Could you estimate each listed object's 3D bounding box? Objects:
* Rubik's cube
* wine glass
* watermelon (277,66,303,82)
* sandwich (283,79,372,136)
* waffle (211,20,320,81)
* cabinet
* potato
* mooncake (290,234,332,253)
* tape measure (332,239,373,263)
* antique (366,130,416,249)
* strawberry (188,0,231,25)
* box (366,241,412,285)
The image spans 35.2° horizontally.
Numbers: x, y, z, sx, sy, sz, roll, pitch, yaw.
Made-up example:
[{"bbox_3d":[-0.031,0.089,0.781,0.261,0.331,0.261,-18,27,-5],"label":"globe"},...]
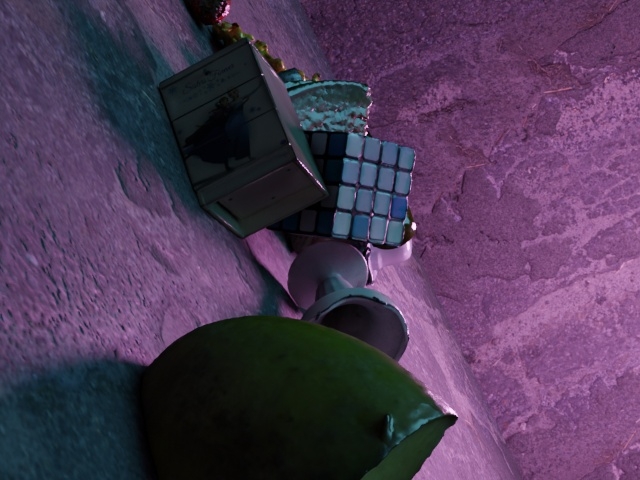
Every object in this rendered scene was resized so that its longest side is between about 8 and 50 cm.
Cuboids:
[{"bbox_3d":[0.029,-0.078,1.507,0.155,0.151,0.154,7,90,-42],"label":"Rubik's cube"},{"bbox_3d":[0.031,0.102,1.467,0.165,0.164,0.196,58,7,-29],"label":"wine glass"},{"bbox_3d":[-0.056,-0.185,1.825,0.318,0.148,0.226,57,4,-41],"label":"watermelon"},{"bbox_3d":[-0.024,-0.165,1.617,0.292,0.109,0.212,6,80,-37],"label":"sandwich"},{"bbox_3d":[-0.090,-0.341,1.977,0.280,0.060,0.262,34,5,24],"label":"waffle"},{"bbox_3d":[-0.106,-0.139,1.403,0.206,0.145,0.150,68,11,26],"label":"cabinet"},{"bbox_3d":[-0.070,0.165,0.838,0.255,0.269,0.112,37,-4,31],"label":"potato"},{"bbox_3d":[0.000,-0.035,1.741,0.073,0.125,0.130,29,19,0],"label":"mooncake"},{"bbox_3d":[0.023,0.049,1.765,0.180,0.107,0.104,-47,151,-62],"label":"tape measure"},{"bbox_3d":[0.095,-0.086,1.819,0.080,0.081,0.221,89,-23,-56],"label":"antique"},{"bbox_3d":[-0.207,-0.442,1.881,0.083,0.083,0.096,59,4,-22],"label":"strawberry"},{"bbox_3d":[0.153,-0.078,2.369,0.264,0.105,0.337,-48,132,-80],"label":"box"}]
